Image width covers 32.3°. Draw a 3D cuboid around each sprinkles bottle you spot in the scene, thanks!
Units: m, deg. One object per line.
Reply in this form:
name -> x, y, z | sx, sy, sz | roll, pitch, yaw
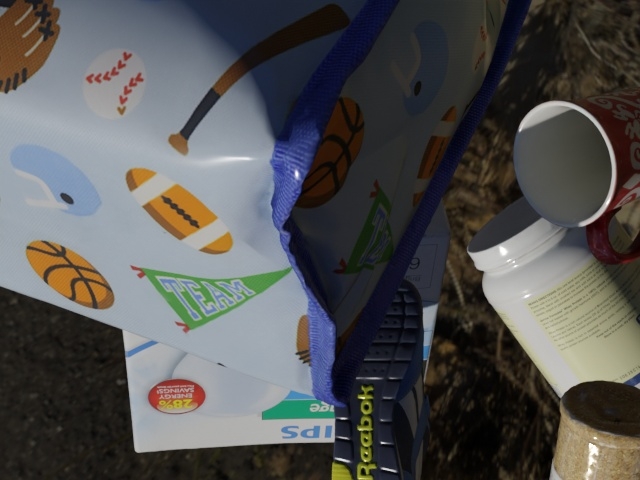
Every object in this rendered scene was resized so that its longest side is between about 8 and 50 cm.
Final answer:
sprinkles bottle -> 0.323, 0.344, 1.317 | 0.121, 0.121, 0.355 | 7, 115, 11

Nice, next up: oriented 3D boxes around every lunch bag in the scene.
lunch bag -> -0.060, -0.159, 0.614 | 0.328, 0.385, 0.238 | 19, 145, 18

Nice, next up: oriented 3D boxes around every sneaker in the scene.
sneaker -> 0.037, 0.094, 0.652 | 0.053, 0.059, 0.144 | 4, 83, 25

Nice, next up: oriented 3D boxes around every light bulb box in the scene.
light bulb box -> -0.056, 0.054, 1.313 | 0.358, 0.225, 0.361 | -2, 133, -5

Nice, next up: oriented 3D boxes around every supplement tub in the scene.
supplement tub -> 0.403, 0.087, 1.725 | 0.235, 0.235, 0.324 | -34, 99, 17

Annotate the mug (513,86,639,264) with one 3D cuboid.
mug -> 0.272, -0.070, 1.009 | 0.113, 0.169, 0.150 | 31, 128, 43
